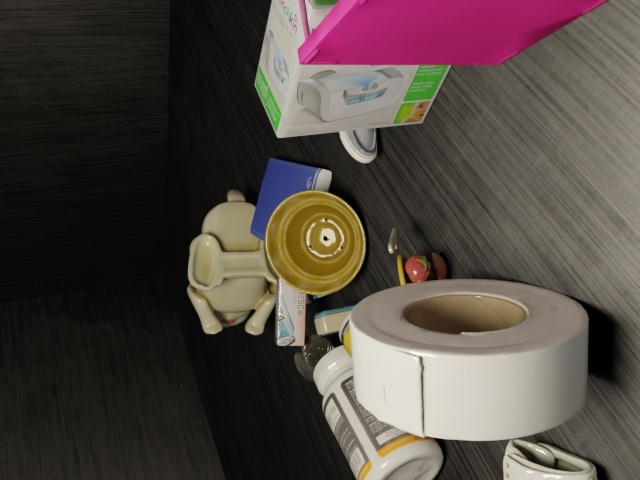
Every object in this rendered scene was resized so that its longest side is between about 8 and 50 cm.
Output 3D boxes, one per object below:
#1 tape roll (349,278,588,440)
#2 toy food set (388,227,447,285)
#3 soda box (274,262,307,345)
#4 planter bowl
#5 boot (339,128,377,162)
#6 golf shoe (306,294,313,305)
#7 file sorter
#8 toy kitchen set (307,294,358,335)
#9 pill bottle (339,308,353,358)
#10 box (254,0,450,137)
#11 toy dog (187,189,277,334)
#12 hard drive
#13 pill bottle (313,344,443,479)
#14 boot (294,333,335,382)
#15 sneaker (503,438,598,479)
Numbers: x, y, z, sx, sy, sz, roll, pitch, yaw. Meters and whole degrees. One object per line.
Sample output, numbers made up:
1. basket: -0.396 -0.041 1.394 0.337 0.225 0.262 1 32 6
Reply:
1. tape roll: 0.177 0.132 0.775 0.286 0.286 0.100 -157 60 -63
2. toy food set: 0.176 0.081 1.012 0.128 0.071 0.217 -35 -73 -75
3. soda box: -0.066 0.139 1.389 0.058 0.063 0.183 162 109 -79
4. planter bowl: 0.000 0.000 1.330 0.090 0.217 0.217 -22 -74 -71
5. boot: 0.074 -0.242 1.146 0.086 0.069 0.190 -44 57 57
6. golf shoe: -0.045 0.063 1.535 0.094 0.077 0.198 166 93 -67
7. file sorter: 0.132 -0.319 0.703 0.202 0.291 0.182 163 99 -67
8. toy kitchen set: 0.012 0.119 1.363 0.207 0.122 0.166 147 112 -65
9. pill bottle: 0.128 0.214 1.134 0.208 0.119 0.119 -129 37 -49
10. box: 0.058 -0.285 0.920 0.231 0.262 0.126 115 139 -52
11. toy dog: -0.275 0.096 1.834 0.408 0.285 0.395 112 143 -54
12. hard drive: -0.081 -0.085 1.527 0.319 0.040 0.210 25 101 63
13. pill bottle: 0.099 0.339 1.200 0.278 0.162 0.162 -123 32 -45
14. boot: -0.011 0.288 1.502 0.189 0.076 0.208 58 166 -14
15. sneaker: 0.277 0.358 0.878 0.292 0.108 0.169 -22 77 57
